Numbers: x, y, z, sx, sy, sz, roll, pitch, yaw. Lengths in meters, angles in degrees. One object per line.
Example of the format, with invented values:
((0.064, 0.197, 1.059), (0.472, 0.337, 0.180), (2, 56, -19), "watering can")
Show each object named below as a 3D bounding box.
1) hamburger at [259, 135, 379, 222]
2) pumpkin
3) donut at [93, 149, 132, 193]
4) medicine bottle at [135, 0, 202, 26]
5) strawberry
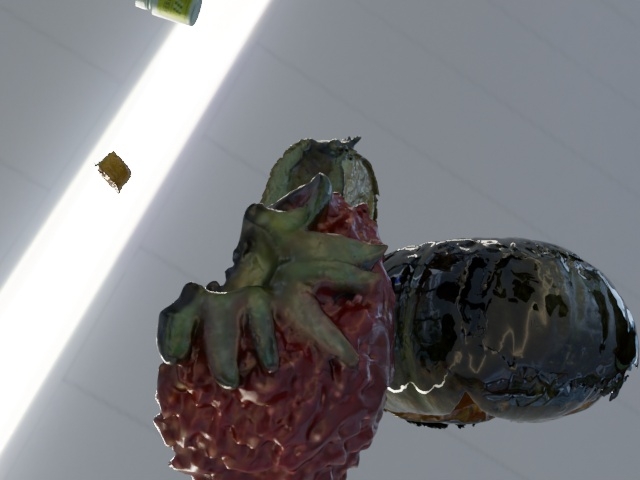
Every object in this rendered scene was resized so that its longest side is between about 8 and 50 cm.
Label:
((0.000, 0.000, 1.555), (0.211, 0.133, 0.308), (25, -107, -67), "hamburger")
((0.170, 0.104, 1.154), (0.321, 0.320, 0.192), (7, -104, -27), "pumpkin")
((-0.276, -0.098, 1.398), (0.038, 0.083, 0.067), (-40, -122, -9), "donut")
((-0.204, -0.322, 1.428), (0.083, 0.047, 0.047), (18, -125, 0), "medicine bottle")
((-0.005, 0.115, 0.789), (0.138, 0.306, 0.233), (16, -129, 21), "strawberry")
